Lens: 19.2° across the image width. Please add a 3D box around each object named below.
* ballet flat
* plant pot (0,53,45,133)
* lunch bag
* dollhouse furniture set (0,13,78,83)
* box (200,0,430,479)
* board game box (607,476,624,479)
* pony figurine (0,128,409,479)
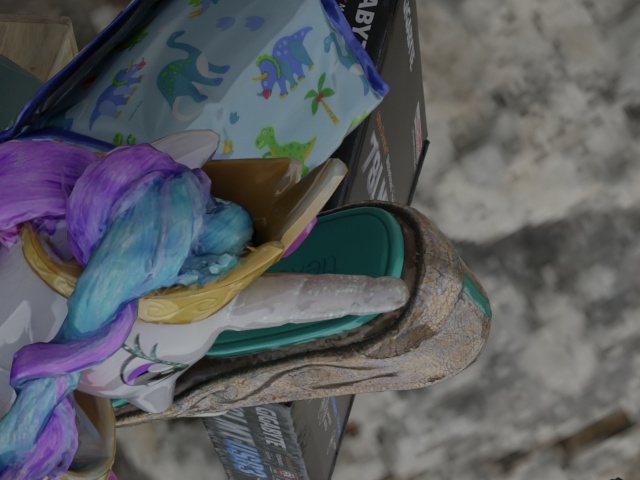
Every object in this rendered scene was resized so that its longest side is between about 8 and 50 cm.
[{"bbox_3d":[-0.050,0.050,0.952,0.316,0.108,0.106,-5,158,39],"label":"ballet flat"},{"bbox_3d":[-0.208,-0.015,1.096,0.234,0.166,0.165,24,110,-27],"label":"plant pot"},{"bbox_3d":[-0.068,-0.069,0.880,0.129,0.151,0.096,-47,129,-20],"label":"lunch bag"},{"bbox_3d":[-0.390,-0.030,1.397,0.394,0.256,0.362,3,137,10],"label":"dollhouse furniture set"},{"bbox_3d":[0.000,0.000,1.208,0.073,0.293,0.295,14,161,9],"label":"box"},{"bbox_3d":[0.036,0.292,0.832,0.308,0.086,0.302,-17,126,-40],"label":"board game box"},{"bbox_3d":[-0.187,0.038,0.655,0.351,0.303,0.363,25,131,-6],"label":"pony figurine"}]
